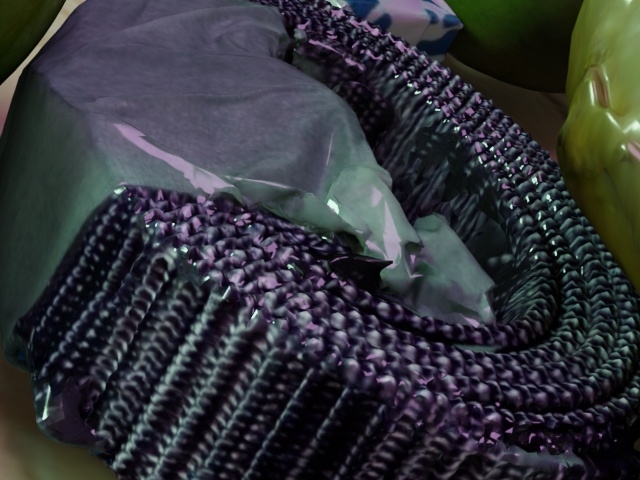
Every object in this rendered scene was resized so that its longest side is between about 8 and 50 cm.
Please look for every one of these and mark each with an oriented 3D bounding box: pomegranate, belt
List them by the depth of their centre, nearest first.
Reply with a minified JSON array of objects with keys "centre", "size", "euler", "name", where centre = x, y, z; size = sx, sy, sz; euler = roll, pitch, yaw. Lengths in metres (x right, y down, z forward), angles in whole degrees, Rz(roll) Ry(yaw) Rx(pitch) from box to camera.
[{"centre":[0.000,0.000,0.662],"size":[0.260,0.122,0.325],"euler":[16,30,-24],"name":"belt"},{"centre":[0.118,-0.174,0.955],"size":[0.211,0.179,0.179],"euler":[9,18,35],"name":"pomegranate"}]

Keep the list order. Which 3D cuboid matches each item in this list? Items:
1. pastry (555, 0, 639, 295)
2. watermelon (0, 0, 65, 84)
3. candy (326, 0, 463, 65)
[{"centre":[0.269,0.013,0.627],"size":[0.409,0.245,0.409],"euler":[50,16,-20],"name":"pastry"},{"centre":[-0.197,-0.146,0.601],"size":[0.242,0.242,0.242],"euler":[19,31,-12],"name":"watermelon"},{"centre":[-0.004,-0.143,0.921],"size":[0.092,0.073,0.160],"euler":[-3,42,-36],"name":"candy"}]
